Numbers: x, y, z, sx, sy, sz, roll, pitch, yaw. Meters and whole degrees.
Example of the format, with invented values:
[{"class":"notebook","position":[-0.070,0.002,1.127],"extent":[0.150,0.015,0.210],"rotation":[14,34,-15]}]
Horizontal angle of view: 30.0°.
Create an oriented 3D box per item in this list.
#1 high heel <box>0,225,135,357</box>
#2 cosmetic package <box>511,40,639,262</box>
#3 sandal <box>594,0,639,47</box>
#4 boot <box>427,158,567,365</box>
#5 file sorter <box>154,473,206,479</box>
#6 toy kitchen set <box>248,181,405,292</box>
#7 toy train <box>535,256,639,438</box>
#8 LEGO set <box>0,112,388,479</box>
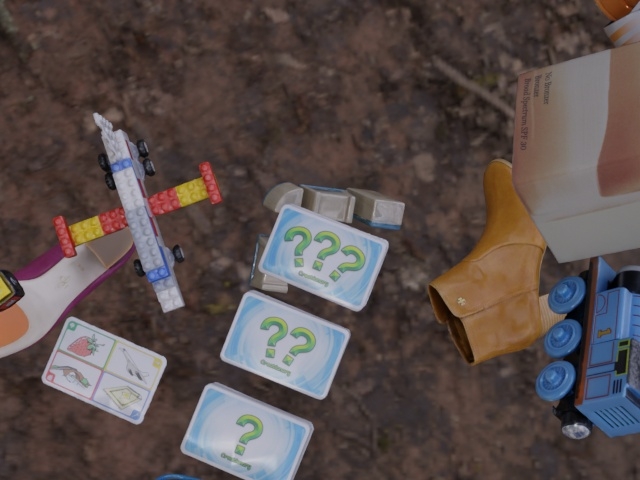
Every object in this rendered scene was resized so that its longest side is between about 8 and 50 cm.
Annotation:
[{"class":"high heel","position":[-0.311,0.052,1.332],"extent":[0.244,0.117,0.082],"rotation":[-41,99,-8]},{"class":"cosmetic package","position":[0.334,-0.098,1.075],"extent":[0.129,0.296,0.153],"rotation":[51,36,-40]},{"class":"sandal","position":[0.448,-0.242,1.543],"extent":[0.265,0.102,0.076],"rotation":[44,65,4]},{"class":"boot","position":[0.252,0.030,1.829],"extent":[0.211,0.104,0.295],"rotation":[-17,79,-24]},{"class":"file sorter","position":[-0.115,0.302,1.022],"extent":[0.118,0.104,0.170],"rotation":[-30,128,-68]},{"class":"toy kitchen set","position":[0.000,0.000,1.837],"extent":[0.207,0.122,0.166],"rotation":[7,99,-21]},{"class":"toy train","position":[0.267,0.099,1.112],"extent":[0.080,0.105,0.184],"rotation":[42,48,-31]},{"class":"LEGO set","position":[-0.101,0.036,0.782],"extent":[0.244,0.060,0.183],"rotation":[23,88,7]}]
